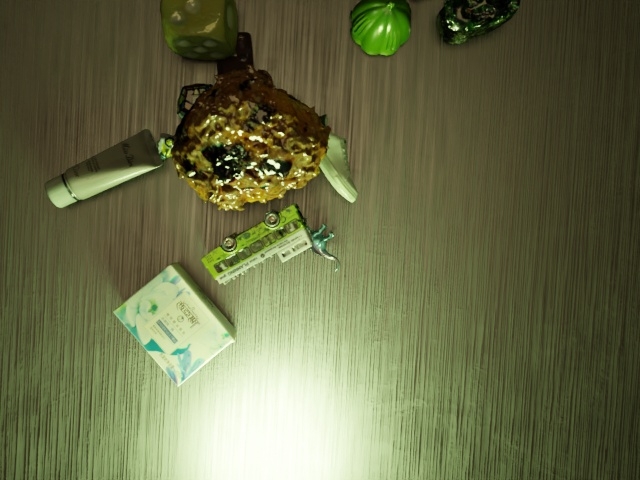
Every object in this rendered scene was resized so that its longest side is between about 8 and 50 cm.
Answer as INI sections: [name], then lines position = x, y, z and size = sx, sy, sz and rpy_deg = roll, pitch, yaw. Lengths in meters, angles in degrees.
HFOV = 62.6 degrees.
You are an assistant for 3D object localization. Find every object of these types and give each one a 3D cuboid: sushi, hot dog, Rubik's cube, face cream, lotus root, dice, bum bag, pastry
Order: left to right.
[face cream]
position = -0.599, -0.192, 1.461
size = 0.314, 0.089, 0.143
rpy_deg = -27, 64, -7
[Rubik's cube]
position = -0.334, -0.373, 1.458
size = 0.112, 0.133, 0.133
rpy_deg = -21, 93, 22
[dice]
position = -0.322, -0.594, 1.414
size = 0.169, 0.169, 0.166
rpy_deg = 1, 85, 3
[bum bag]
position = -0.245, -0.515, 1.506
size = 0.109, 0.026, 0.159
rpy_deg = -5, 86, -4
[pastry]
position = -0.191, -0.253, 1.332
size = 0.405, 0.292, 0.337
rpy_deg = -15, 134, 17
[hot dog]
position = -0.163, -0.445, 1.498
size = 0.035, 0.058, 0.083
rpy_deg = 7, 89, 36
[lotus root]
position = 0.178, -0.623, 1.455
size = 0.186, 0.186, 0.186
rpy_deg = 0, 91, -4
[sushi]
position = 0.447, -0.653, 1.492
size = 0.225, 0.127, 0.124
rpy_deg = -20, 93, -1

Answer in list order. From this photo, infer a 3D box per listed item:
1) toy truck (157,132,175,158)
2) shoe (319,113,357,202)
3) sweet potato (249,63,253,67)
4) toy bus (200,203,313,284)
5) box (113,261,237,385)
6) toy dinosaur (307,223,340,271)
[toy truck]
position = -0.409, -0.253, 1.481
size = 0.111, 0.076, 0.077
rpy_deg = 28, 110, -3
[shoe]
position = 0.044, -0.239, 1.494
size = 0.110, 0.095, 0.265
rpy_deg = -38, 91, -2
[sweet potato]
position = -0.225, -0.395, 1.481
size = 0.055, 0.058, 0.202
rpy_deg = 21, 105, -22
[toy bus]
position = -0.171, 0.016, 1.472
size = 0.301, 0.113, 0.139
rpy_deg = -29, 93, 5
[box]
position = -0.397, 0.228, 1.466
size = 0.203, 0.116, 0.274
rpy_deg = -39, 93, -3
[toy dinosaur]
position = 0.000, 0.000, 1.523
size = 0.080, 0.045, 0.197
rpy_deg = -38, 86, 7
